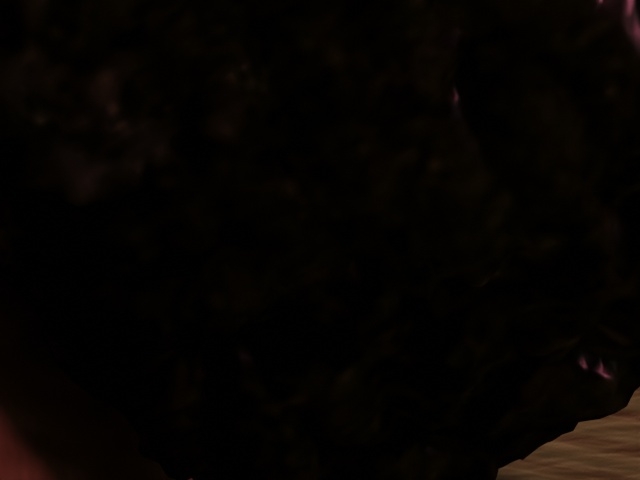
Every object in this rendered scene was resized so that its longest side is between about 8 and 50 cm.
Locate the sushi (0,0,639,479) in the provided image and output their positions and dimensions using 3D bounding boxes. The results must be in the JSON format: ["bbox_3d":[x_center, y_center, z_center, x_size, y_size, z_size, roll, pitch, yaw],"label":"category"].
[{"bbox_3d":[-0.031,-0.102,0.441,0.352,0.178,0.294,61,5,-33],"label":"sushi"}]
